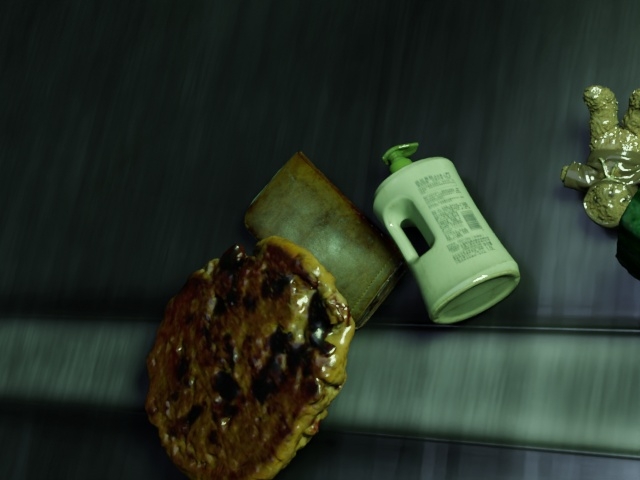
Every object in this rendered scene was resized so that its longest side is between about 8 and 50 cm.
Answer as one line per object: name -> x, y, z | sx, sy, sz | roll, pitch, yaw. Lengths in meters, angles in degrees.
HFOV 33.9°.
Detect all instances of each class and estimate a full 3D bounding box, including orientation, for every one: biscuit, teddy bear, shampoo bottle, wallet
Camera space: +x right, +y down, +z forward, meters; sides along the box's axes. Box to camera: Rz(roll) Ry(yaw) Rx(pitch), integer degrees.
biscuit -> -0.092, 0.155, 1.343 | 0.334, 0.081, 0.289 | -52, 55, 15
teddy bear -> 0.334, -0.093, 1.184 | 0.119, 0.078, 0.160 | 7, 95, 22
shampoo bottle -> 0.136, -0.022, 1.265 | 0.118, 0.087, 0.234 | -28, 59, 1
wallet -> 0.000, 0.000, 1.377 | 0.137, 0.031, 0.255 | -51, 54, 10

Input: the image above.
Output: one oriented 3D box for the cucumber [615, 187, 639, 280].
cucumber -> 0.400, -0.017, 1.053 | 0.130, 0.191, 0.191 | 40, 96, 29
